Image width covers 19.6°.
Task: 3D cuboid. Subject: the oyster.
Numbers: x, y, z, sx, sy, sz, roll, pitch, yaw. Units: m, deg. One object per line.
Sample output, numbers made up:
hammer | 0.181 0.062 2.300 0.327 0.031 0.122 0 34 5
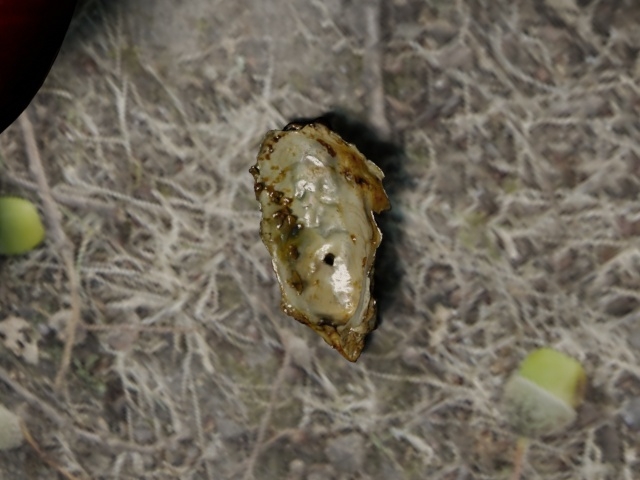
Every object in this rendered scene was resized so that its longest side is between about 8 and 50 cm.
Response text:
oyster | 0.001 -0.001 0.940 0.086 0.029 0.132 29 128 18

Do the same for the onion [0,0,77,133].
onion | -0.237 -0.149 0.837 0.273 0.285 0.273 3 95 42
